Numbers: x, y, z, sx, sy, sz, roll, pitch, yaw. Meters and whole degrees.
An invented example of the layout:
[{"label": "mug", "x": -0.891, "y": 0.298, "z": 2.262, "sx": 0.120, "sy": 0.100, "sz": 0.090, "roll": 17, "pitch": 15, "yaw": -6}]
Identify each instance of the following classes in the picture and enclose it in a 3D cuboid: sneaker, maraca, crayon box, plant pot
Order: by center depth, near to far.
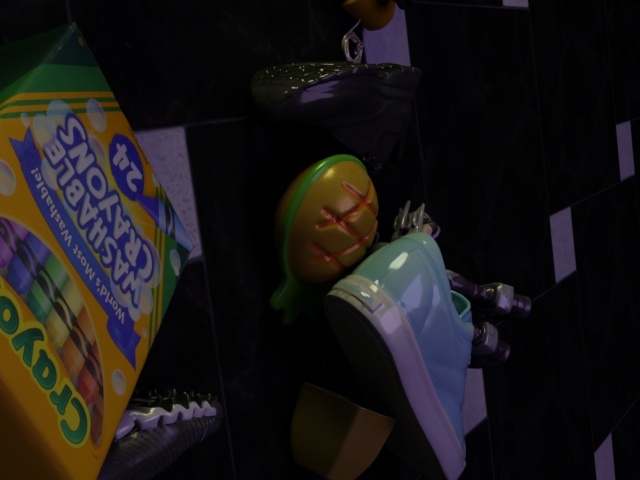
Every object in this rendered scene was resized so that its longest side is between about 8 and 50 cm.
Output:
[{"label": "crayon box", "x": -0.192, "y": 0.024, "z": 0.631, "sx": 0.323, "sy": 0.083, "sz": 0.203, "roll": -76, "pitch": 148, "yaw": -53}, {"label": "sneaker", "x": -0.164, "y": 0.177, "z": 0.758, "sx": 0.234, "sy": 0.078, "sz": 0.106, "roll": -7, "pitch": 96, "yaw": -54}, {"label": "maraca", "x": 0.000, "y": 0.000, "z": 1.015, "sx": 0.127, "sy": 0.099, "sz": 0.186, "roll": -5, "pitch": 117, "yaw": -47}, {"label": "plant pot", "x": 0.016, "y": 0.206, "z": 1.039, "sx": 0.081, "sy": 0.081, "sz": 0.083, "roll": 30, "pitch": 81, "yaw": -53}, {"label": "sneaker", "x": 0.028, "y": -0.128, "z": 1.064, "sx": 0.286, "sy": 0.109, "sz": 0.130, "roll": -10, "pitch": 104, "yaw": -55}, {"label": "sneaker", "x": 0.124, "y": 0.139, "z": 1.090, "sx": 0.150, "sy": 0.135, "sz": 0.366, "roll": -41, "pitch": 141, "yaw": -19}]

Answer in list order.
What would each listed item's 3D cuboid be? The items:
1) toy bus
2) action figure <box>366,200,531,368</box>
[{"label": "toy bus", "x": 0.085, "y": -0.333, "z": 1.162, "sx": 0.191, "sy": 0.104, "sz": 0.202, "roll": -51, "pitch": 129, "yaw": -46}, {"label": "action figure", "x": 0.143, "y": 0.068, "z": 1.239, "sx": 0.285, "sy": 0.099, "sz": 0.185, "roll": 33, "pitch": 66, "yaw": -38}]
